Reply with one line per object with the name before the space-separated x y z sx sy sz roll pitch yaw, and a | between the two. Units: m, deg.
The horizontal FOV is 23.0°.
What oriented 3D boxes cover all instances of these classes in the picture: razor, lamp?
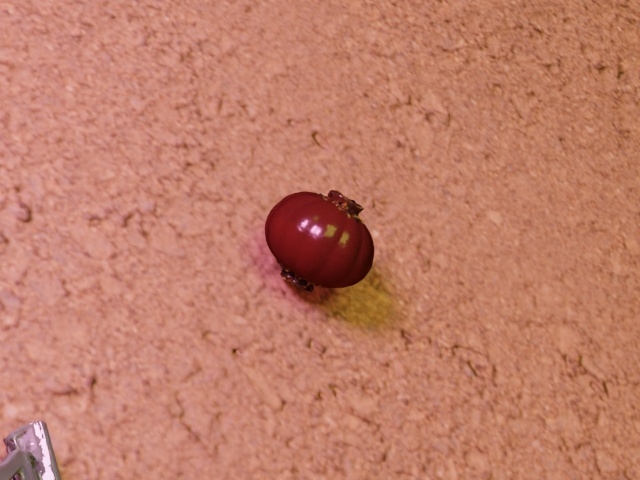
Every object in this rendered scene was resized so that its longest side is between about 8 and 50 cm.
razor | -0.288 0.176 1.014 0.278 0.056 0.111 0 59 -39
lamp | 0.000 0.000 1.358 0.101 0.090 0.101 30 6 -4
